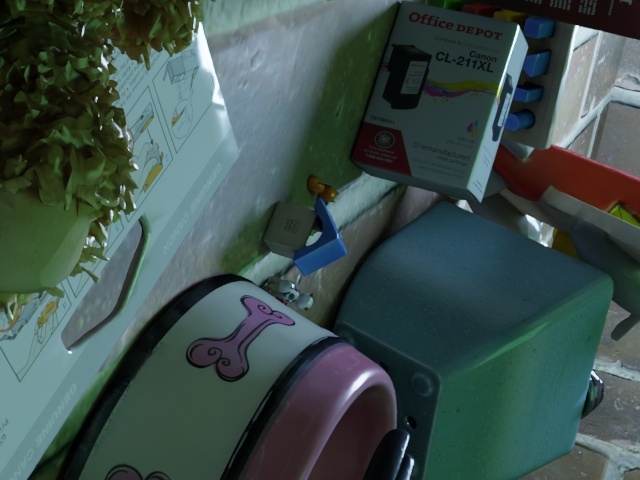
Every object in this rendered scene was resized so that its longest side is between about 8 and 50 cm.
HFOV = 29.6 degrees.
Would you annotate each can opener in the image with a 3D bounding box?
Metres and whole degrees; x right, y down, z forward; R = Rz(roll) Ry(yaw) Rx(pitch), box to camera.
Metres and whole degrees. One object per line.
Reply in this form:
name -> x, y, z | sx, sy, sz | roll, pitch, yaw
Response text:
can opener -> 0.045, 0.212, 0.939 | 0.186, 0.073, 0.059 | -57, 150, -65

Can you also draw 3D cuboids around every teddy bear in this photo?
teddy bear -> -0.128, -0.139, 0.439 | 0.245, 0.113, 0.338 | -4, 94, -41

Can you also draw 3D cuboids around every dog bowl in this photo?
dog bowl -> -0.065, 0.242, 0.969 | 0.408, 0.150, 0.408 | 16, 90, -72

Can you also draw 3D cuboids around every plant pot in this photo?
plant pot -> 0.138, 0.136, 1.363 | 0.252, 0.247, 0.247 | -22, 129, -44

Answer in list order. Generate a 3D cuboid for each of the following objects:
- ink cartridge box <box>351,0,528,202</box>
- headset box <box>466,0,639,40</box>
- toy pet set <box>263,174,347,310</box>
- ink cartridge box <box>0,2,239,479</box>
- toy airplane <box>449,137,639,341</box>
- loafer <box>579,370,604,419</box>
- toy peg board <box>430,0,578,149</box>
ink cartridge box -> 0.121, -0.141, 1.222 | 0.072, 0.127, 0.175 | 30, 76, -69
headset box -> 0.219, -0.279, 1.120 | 0.218, 0.293, 0.110 | -41, 144, -58
toy pet set -> 0.000, 0.000, 1.084 | 0.114, 0.065, 0.122 | 60, 49, -67
ink cartridge box -> -0.149, -0.040, 0.596 | 0.261, 0.066, 0.296 | 83, 30, -50
toy airplane -> 0.305, -0.020, 1.525 | 0.386, 0.384, 0.272 | 2, 109, -65
loafer -> 0.242, 0.122, 1.527 | 0.095, 0.302, 0.109 | -12, 120, -41
toy peg board -> 0.182, -0.193, 1.333 | 0.079, 0.161, 0.161 | -19, 125, -50
